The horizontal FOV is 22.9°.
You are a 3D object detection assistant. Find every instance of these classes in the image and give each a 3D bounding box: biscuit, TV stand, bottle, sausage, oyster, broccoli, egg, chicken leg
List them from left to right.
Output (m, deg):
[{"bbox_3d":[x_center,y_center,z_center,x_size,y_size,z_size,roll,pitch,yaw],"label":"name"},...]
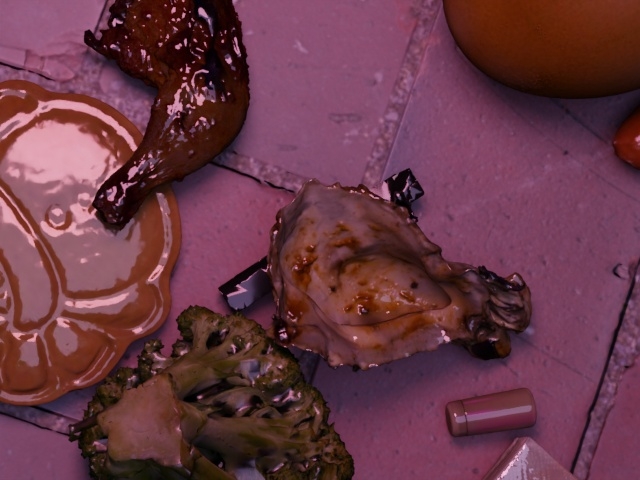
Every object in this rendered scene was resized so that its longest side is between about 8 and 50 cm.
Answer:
[{"bbox_3d":[-0.312,0.012,1.688,0.351,0.057,0.312,-44,93,-8],"label":"biscuit"},{"bbox_3d":[-0.161,-0.169,1.685,0.177,0.083,0.322,-2,78,-8],"label":"chicken leg"},{"bbox_3d":[-0.135,0.226,1.596,0.304,0.283,0.321,-27,60,5],"label":"broccoli"},{"bbox_3d":[0.000,0.000,1.738,0.249,0.042,0.036,-33,95,-8],"label":"TV stand"},{"bbox_3d":[0.089,0.044,1.684,0.337,0.133,0.198,11,100,-22],"label":"oyster"},{"bbox_3d":[0.189,0.193,1.756,0.096,0.045,0.045,-9,89,-6],"label":"bottle"},{"bbox_3d":[0.297,-0.295,1.671,0.351,0.282,0.282,-28,92,-7],"label":"egg"},{"bbox_3d":[0.408,-0.141,1.781,0.179,0.089,0.089,-38,93,-17],"label":"sausage"}]

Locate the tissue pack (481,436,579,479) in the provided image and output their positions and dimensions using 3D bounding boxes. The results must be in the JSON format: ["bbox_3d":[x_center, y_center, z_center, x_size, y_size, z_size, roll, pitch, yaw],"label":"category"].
[{"bbox_3d":[0.291,0.384,1.748,0.325,0.071,0.170,42,81,-4],"label":"tissue pack"}]
